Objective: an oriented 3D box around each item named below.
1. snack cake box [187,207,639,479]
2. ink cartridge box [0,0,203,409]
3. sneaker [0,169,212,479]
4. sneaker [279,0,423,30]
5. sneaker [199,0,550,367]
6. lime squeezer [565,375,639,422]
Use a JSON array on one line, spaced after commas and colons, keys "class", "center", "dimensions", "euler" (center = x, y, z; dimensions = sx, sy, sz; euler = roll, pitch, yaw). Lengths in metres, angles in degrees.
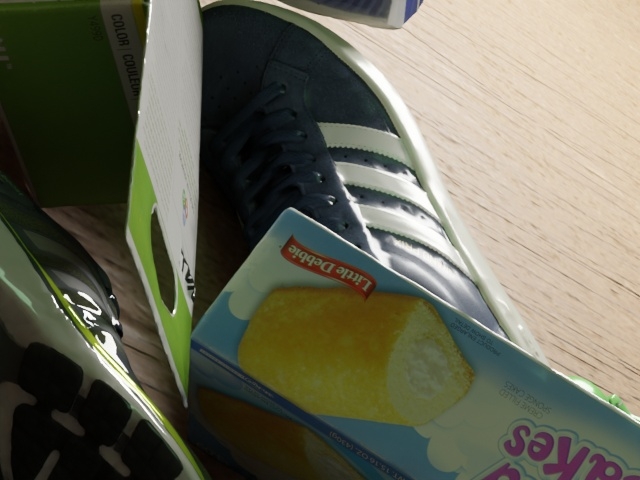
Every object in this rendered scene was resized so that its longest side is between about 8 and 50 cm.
[{"class": "snack cake box", "center": [0.065, 0.112, 0.982], "dimensions": [0.264, 0.152, 0.089], "euler": [31, 66, 11]}, {"class": "ink cartridge box", "center": [-0.119, -0.066, 1.012], "dimensions": [0.189, 0.097, 0.255], "euler": [81, 8, -59]}, {"class": "sneaker", "center": [-0.122, 0.063, 0.932], "dimensions": [0.300, 0.111, 0.121], "euler": [56, 21, 6]}, {"class": "sneaker", "center": [-0.057, -0.242, 1.312], "dimensions": [0.315, 0.127, 0.182], "euler": [21, 12, 16]}, {"class": "sneaker", "center": [0.000, 0.000, 1.161], "dimensions": [0.350, 0.131, 0.148], "euler": [53, 32, 16]}, {"class": "lime squeezer", "center": [0.195, 0.152, 1.324], "dimensions": [0.310, 0.059, 0.110], "euler": [28, 33, -36]}]
